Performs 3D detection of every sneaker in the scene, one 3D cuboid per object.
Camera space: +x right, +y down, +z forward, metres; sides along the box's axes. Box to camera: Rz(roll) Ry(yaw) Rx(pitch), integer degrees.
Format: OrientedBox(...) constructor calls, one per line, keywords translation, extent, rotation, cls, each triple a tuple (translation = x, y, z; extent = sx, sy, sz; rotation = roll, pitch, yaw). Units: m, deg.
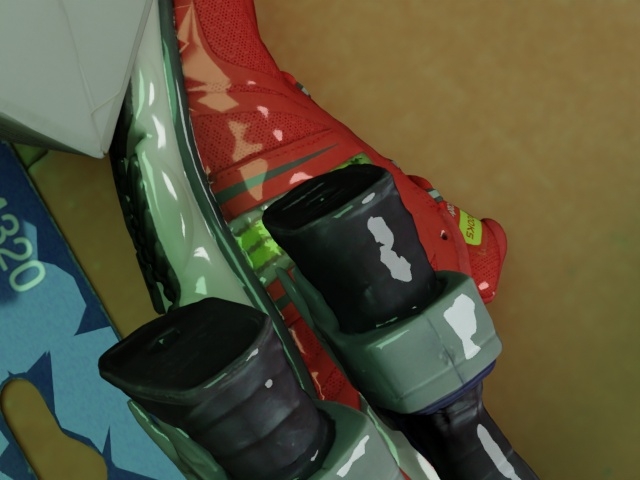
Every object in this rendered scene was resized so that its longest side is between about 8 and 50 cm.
OrientedBox(translation=(0.000, 0.000, 0.589), extent=(0.118, 0.107, 0.279), rotation=(-17, 85, -11), cls="sneaker")

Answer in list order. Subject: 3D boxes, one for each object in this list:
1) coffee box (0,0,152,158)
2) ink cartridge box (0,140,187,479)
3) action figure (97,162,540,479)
OrientedBox(translation=(-0.166, -0.120, 0.564), extent=(0.247, 0.098, 0.141), rotation=(10, 81, 37), cls="coffee box")
OrientedBox(translation=(-0.198, 0.144, 0.598), extent=(0.330, 0.071, 0.324), rotation=(-32, 79, 4), cls="ink cartridge box")
OrientedBox(translation=(0.060, 0.118, 0.494), extent=(0.185, 0.099, 0.285), rotation=(-39, 102, -25), cls="action figure")
